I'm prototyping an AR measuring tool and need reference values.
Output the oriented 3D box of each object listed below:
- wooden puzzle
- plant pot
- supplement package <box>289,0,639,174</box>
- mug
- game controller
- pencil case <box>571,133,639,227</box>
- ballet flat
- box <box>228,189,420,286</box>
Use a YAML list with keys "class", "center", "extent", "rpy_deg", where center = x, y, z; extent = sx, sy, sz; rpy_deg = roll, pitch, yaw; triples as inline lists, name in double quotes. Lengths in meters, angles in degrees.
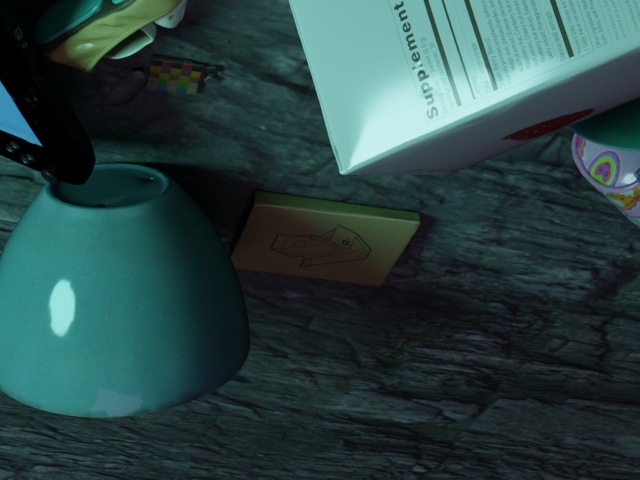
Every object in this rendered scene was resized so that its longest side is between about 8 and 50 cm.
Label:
- class: "wooden puzzle"
  center: [-0.142, -0.162, 1.203]
  extent: [0.083, 0.006, 0.049]
  rpy_deg: [7, 150, -12]
- class: "plant pot"
  center: [-0.222, 0.029, 1.324]
  extent: [0.290, 0.290, 0.196]
  rpy_deg: [0, 114, -1]
- class: "supplement package"
  center: [0.152, -0.177, 0.951]
  extent: [0.293, 0.175, 0.177]
  rpy_deg: [-22, 170, 34]
- class: "mug"
  center: [0.303, -0.150, 1.108]
  extent: [0.157, 0.097, 0.129]
  rpy_deg: [-5, 157, 43]
- class: "game controller"
  center: [-0.314, -0.158, 1.112]
  extent: [0.166, 0.067, 0.319]
  rpy_deg: [13, 154, 17]
- class: "pencil case"
  center: [0.383, -0.053, 1.288]
  extent: [0.124, 0.124, 0.284]
  rpy_deg: [-22, 143, 34]
- class: "ballet flat"
  center: [-0.157, -0.206, 1.054]
  extent: [0.073, 0.080, 0.232]
  rpy_deg: [31, 148, -34]
- class: "box"
  center: [0.000, 0.000, 1.481]
  extent: [0.201, 0.021, 0.164]
  rpy_deg: [8, 150, -13]
